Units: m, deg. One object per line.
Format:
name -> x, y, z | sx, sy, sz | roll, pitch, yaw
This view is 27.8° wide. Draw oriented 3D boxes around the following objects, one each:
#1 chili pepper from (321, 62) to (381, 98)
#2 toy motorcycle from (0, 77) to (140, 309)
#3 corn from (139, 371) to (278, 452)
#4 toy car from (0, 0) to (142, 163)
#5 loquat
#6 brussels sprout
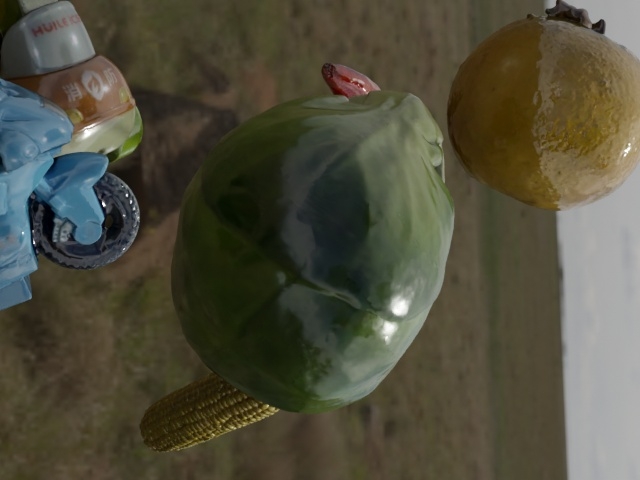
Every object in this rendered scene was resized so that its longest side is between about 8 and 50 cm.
chili pepper -> 0.062, -0.195, 1.888 | 0.272, 0.071, 0.063 | 46, 22, -66
toy motorcycle -> -0.269, -0.022, 0.868 | 0.123, 0.272, 0.182 | -123, -167, -61
corn -> -0.129, 0.204, 1.608 | 0.080, 0.238, 0.080 | 43, 33, -37
toy car -> -0.278, -0.157, 1.123 | 0.145, 0.235, 0.235 | -34, 125, -49
loquat -> 0.296, -0.177, 1.690 | 0.275, 0.275, 0.275 | -2, 90, -81
brussels sprout -> -0.002, -0.004, 1.378 | 0.354, 0.289, 0.281 | -53, 173, -26
